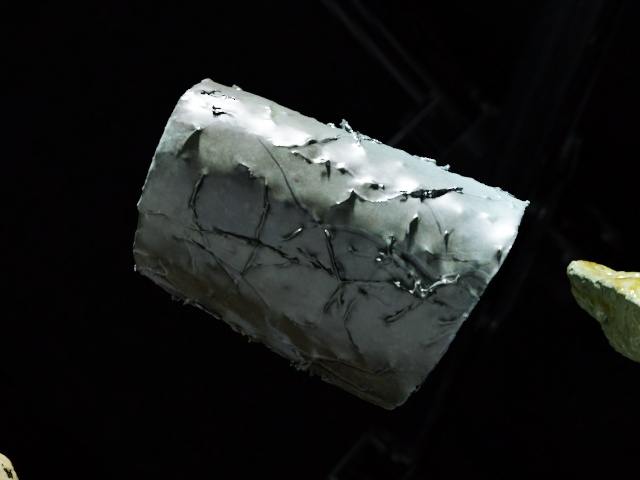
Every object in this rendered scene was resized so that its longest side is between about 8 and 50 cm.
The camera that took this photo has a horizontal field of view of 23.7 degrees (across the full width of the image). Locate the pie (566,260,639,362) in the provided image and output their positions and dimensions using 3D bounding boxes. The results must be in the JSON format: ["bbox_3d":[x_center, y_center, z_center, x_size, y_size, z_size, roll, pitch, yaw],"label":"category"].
[{"bbox_3d":[0.349,0.084,1.484,0.201,0.248,0.090,15,-86,-17],"label":"pie"}]

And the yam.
[{"bbox_3d":[0.000,0.000,1.456,0.348,0.241,0.241,25,-48,11],"label":"yam"}]

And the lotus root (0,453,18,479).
[{"bbox_3d":[-0.396,0.303,1.455,0.146,0.284,0.160,-23,-62,37],"label":"lotus root"}]
